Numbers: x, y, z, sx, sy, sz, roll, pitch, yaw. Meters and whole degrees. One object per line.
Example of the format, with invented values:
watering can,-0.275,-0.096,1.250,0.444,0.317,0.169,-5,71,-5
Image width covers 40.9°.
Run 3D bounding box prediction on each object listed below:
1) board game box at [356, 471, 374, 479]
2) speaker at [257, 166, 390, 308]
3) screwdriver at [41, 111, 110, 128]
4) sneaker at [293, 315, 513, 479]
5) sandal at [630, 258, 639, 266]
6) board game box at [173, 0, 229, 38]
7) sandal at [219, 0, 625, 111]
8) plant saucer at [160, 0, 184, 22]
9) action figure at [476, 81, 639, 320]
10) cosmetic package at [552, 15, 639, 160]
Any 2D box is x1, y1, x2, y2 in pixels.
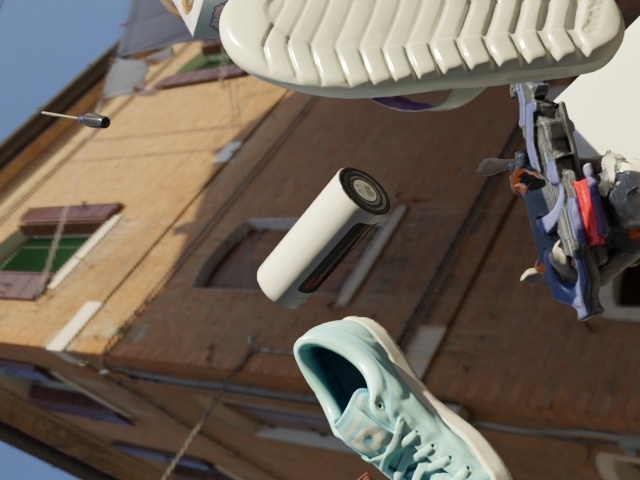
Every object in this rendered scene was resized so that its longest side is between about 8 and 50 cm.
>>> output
board game box,0.009,0.573,1.737,0.145,0.027,0.281,-58,-19,20
speaker,0.000,0.000,0.755,0.055,0.136,0.055,27,-144,-21
screwdriver,-0.391,-0.196,1.367,0.025,0.169,0.024,-26,-60,-41
sneaker,0.087,0.249,1.069,0.150,0.366,0.135,-3,-50,-47
sandal,0.515,-0.067,1.373,0.089,0.060,0.219,21,-107,-11
board game box,-0.065,-0.369,1.105,0.317,0.066,0.319,-4,-131,-32
sandal,0.102,-0.195,0.898,0.102,0.416,0.169,86,-174,-57
plant saucer,-0.196,-0.527,1.561,0.041,0.277,0.278,6,-95,-69
action figure,0.335,-0.079,1.136,0.178,0.330,0.342,-11,-87,-16
cosmetic package,0.616,-0.181,1.206,0.393,0.327,0.330,-18,-109,-34
